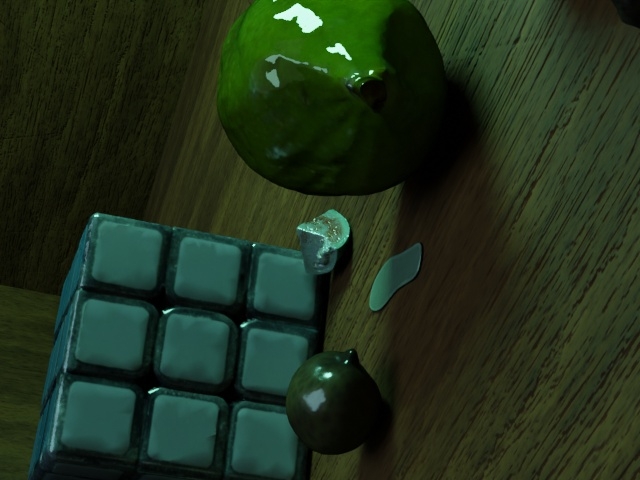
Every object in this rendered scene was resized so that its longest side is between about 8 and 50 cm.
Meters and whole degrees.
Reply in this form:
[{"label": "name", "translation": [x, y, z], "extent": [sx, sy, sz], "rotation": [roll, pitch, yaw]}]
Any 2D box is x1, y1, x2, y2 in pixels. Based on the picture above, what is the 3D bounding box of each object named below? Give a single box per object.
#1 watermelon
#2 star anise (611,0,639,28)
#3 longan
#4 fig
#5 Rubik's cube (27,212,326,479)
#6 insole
[{"label": "watermelon", "translation": [0.000, 0.000, 1.525], "extent": [0.085, 0.061, 0.085], "rotation": [-158, 90, -79]}, {"label": "star anise", "translation": [0.217, -0.295, 0.797], "extent": [0.331, 0.117, 0.332], "rotation": [-172, 90, -80]}, {"label": "longan", "translation": [0.014, 0.156, 1.278], "extent": [0.113, 0.092, 0.113], "rotation": [-167, 90, -78]}, {"label": "fig", "translation": [0.021, -0.124, 1.246], "extent": [0.314, 0.233, 0.233], "rotation": [-116, 39, -53]}, {"label": "Rubik's cube", "translation": [-0.182, 0.172, 1.619], "extent": [0.305, 0.303, 0.301], "rotation": [128, 151, -65]}, {"label": "insole", "translation": [0.075, 0.037, 1.321], "extent": [0.152, 0.002, 0.053], "rotation": [138, 141, -68]}]
